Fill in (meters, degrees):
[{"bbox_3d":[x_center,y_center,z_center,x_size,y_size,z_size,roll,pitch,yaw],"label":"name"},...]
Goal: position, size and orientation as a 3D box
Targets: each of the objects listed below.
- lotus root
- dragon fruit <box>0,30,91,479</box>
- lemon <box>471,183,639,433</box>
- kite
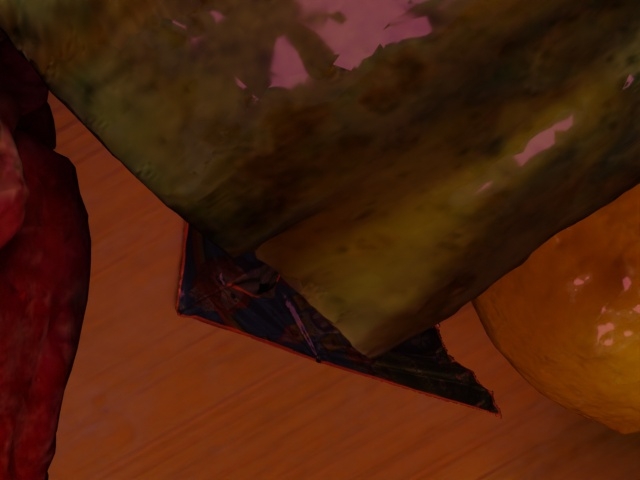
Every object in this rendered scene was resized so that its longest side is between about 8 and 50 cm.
[{"bbox_3d":[0.065,-0.146,0.532,0.346,0.250,0.250,-36,123,10],"label":"lotus root"},{"bbox_3d":[-0.225,0.009,0.516,0.329,0.329,0.329,-7,122,-11],"label":"dragon fruit"},{"bbox_3d":[0.115,0.012,0.722,0.155,0.114,0.114,35,107,-33],"label":"lemon"},{"bbox_3d":[0.000,0.000,0.706,0.159,0.010,0.190,-30,100,33],"label":"kite"}]
